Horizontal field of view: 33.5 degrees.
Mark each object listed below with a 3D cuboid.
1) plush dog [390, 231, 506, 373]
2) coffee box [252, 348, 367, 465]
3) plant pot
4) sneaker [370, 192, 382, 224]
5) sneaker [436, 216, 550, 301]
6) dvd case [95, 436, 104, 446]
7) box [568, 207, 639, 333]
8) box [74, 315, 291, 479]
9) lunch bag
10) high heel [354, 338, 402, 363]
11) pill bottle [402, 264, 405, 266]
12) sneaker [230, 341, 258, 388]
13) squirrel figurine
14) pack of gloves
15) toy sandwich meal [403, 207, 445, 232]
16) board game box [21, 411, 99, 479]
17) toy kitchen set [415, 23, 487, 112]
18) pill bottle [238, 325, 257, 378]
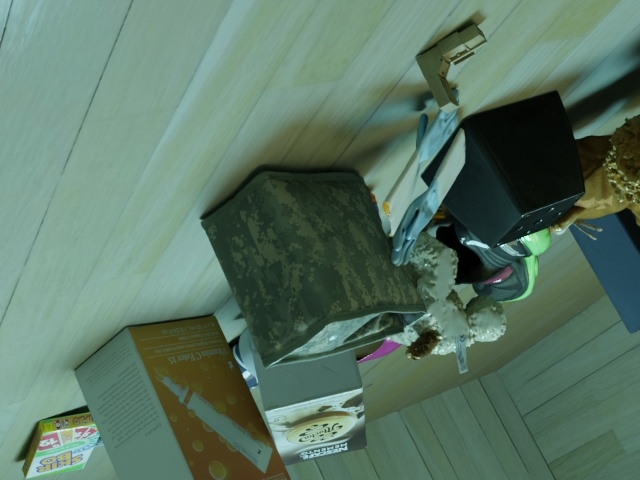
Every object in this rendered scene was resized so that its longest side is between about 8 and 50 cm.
[{"bbox_3d":[0.173,0.135,1.946,0.210,0.262,0.225,-52,-158,-21],"label":"plush dog"},{"bbox_3d":[-0.013,0.282,1.865,0.168,0.118,0.297,-13,151,-2],"label":"coffee box"},{"bbox_3d":[0.302,-0.099,1.668,0.188,0.167,0.187,-20,162,-26],"label":"plant pot"},{"bbox_3d":[0.000,0.000,1.640,0.221,0.087,0.083,-25,162,-8],"label":"sneaker"},{"bbox_3d":[0.320,0.005,2.061,0.202,0.185,0.483,-9,160,3],"label":"sneaker"},{"bbox_3d":[-0.420,0.388,2.252,0.179,0.029,0.239,-35,162,25],"label":"dvd case"},{"bbox_3d":[0.679,-0.046,2.083,0.313,0.343,0.179,-20,163,-19],"label":"box"},{"bbox_3d":[-0.231,0.323,1.802,0.168,0.345,0.215,-38,160,32],"label":"box"},{"bbox_3d":[0.009,0.034,1.495,0.169,0.235,0.287,-37,160,34],"label":"lunch bag"},{"bbox_3d":[0.047,0.225,2.286,0.377,0.127,0.181,-31,173,24],"label":"high heel"},{"bbox_3d":[0.128,0.094,2.093,0.169,0.094,0.094,-35,161,26],"label":"pill bottle"},{"bbox_3d":[-0.098,0.278,2.193,0.153,0.099,0.282,-31,136,14],"label":"sneaker"},{"bbox_3d":[0.535,-0.134,1.722,0.371,0.280,0.397,-5,171,3],"label":"squirrel figurine"},{"bbox_3d":[0.133,-0.089,1.471,0.232,0.046,0.195,-58,158,-26],"label":"pack of gloves"},{"bbox_3d":[0.190,-0.031,1.930,0.086,0.029,0.085,-24,163,-8],"label":"toy sandwich meal"},{"bbox_3d":[-0.516,0.414,2.118,0.124,0.039,0.259,-6,153,-28],"label":"board game box"},{"bbox_3d":[0.177,-0.209,1.310,0.083,0.075,0.068,-29,165,20],"label":"toy kitchen set"},{"bbox_3d":[-0.016,0.144,1.910,0.161,0.161,0.283,-10,156,-44],"label":"pill bottle"}]
